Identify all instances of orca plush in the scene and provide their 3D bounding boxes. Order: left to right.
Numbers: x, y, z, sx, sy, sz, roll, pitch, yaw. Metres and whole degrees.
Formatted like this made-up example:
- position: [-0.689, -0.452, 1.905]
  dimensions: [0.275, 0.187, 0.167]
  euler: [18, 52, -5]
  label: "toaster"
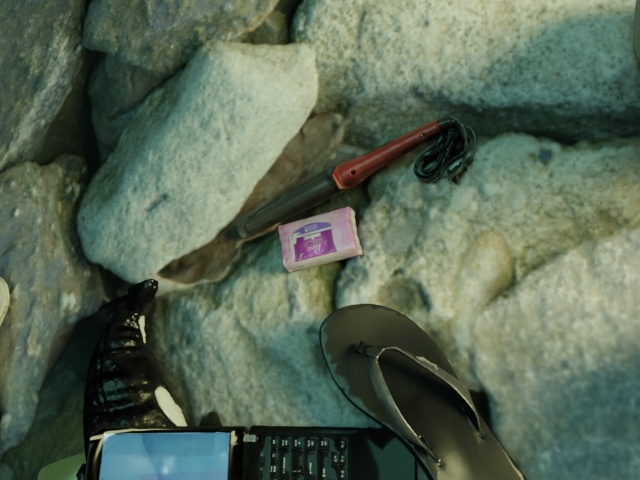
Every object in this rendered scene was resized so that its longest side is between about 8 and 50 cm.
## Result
- position: [-0.176, 0.174, 0.587]
  dimensions: [0.151, 0.102, 0.287]
  euler: [-3, 71, 2]
  label: "orca plush"

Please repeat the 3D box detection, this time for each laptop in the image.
- position: [-0.056, 0.280, 0.512]
  dimensions: [0.264, 0.136, 0.234]
  euler: [-4, 74, 17]
  label: "laptop"

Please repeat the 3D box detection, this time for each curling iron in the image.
- position: [0.032, -0.058, 0.636]
  dimensions: [0.274, 0.035, 0.068]
  euler: [-19, 69, 13]
  label: "curling iron"

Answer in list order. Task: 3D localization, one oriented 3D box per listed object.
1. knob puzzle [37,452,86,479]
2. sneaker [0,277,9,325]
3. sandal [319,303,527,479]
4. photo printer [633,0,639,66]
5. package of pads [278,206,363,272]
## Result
- position: [-0.219, 0.303, 0.617]
  dimensions: [0.213, 0.030, 0.213]
  euler: [-1, 71, 3]
  label: "knob puzzle"
- position: [-0.427, 0.147, 0.708]
  dimensions: [0.085, 0.086, 0.237]
  euler: [-6, 74, 16]
  label: "sneaker"
- position: [0.097, 0.150, 0.532]
  dimensions: [0.097, 0.054, 0.254]
  euler: [-36, 69, -15]
  label: "sandal"
- position: [0.413, -0.153, 0.432]
  dimensions: [0.308, 0.107, 0.256]
  euler: [-2, 31, 18]
  label: "photo printer"
- position: [0.000, 0.000, 0.632]
  dimensions: [0.083, 0.032, 0.050]
  euler: [-15, 69, 14]
  label: "package of pads"
